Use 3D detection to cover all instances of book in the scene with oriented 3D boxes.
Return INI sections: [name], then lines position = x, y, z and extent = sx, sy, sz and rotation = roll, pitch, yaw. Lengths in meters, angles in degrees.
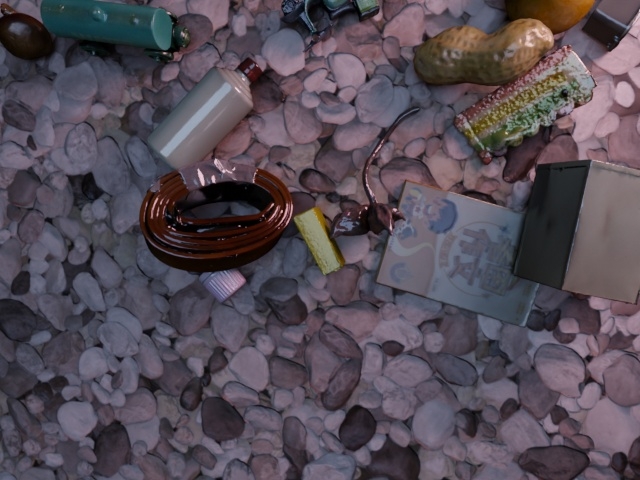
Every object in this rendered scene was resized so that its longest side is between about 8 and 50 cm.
[book]
position = 0.271, 0.024, 0.903
extent = 0.295, 0.020, 0.208
rotation = 16, 94, 4

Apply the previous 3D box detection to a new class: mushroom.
[mushroom]
position = -0.596, -0.412, 0.939
extent = 0.129, 0.073, 0.088
rotation = 44, 126, 4

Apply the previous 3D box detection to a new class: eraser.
[eraser]
position = 0.000, 0.000, 0.889
extent = 0.045, 0.097, 0.122
rotation = -26, 92, 7

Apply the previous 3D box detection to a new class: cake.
[cake]
position = 0.367, -0.241, 0.870
extent = 0.225, 0.090, 0.109
rotation = -32, 92, 25

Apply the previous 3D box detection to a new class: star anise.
[star anise]
position = 0.107, -0.123, 0.857
extent = 0.218, 0.148, 0.227
rotation = -11, 92, -19

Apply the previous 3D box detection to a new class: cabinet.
[cabinet]
position = 0.449, -0.016, 0.807
extent = 0.150, 0.145, 0.206
rotation = 10, 94, -8

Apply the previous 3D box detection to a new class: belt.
[belt]
position = -0.182, -0.045, 0.854
extent = 0.261, 0.105, 0.184
rotation = -6, 74, -17

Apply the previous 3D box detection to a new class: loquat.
[loquat]
position = 0.385, -0.425, 0.809
extent = 0.163, 0.137, 0.163
rotation = -1, 107, -3

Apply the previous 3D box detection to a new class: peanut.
[peanut]
position = 0.272, -0.318, 0.822
extent = 0.229, 0.098, 0.103
rotation = 8, 113, 28

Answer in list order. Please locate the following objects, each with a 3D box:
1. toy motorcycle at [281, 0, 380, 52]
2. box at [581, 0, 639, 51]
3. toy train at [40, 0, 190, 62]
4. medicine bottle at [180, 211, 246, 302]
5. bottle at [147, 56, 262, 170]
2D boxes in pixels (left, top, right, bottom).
[toy motorcycle]
position = 0.013, -0.428, 0.886
extent = 0.173, 0.058, 0.100
rotation = -24, 96, 4
[box]
position = 0.519, -0.402, 0.827
extent = 0.069, 0.084, 0.122
rotation = 36, 95, 10
[toy train]
position = -0.373, -0.393, 0.876
extent = 0.248, 0.159, 0.101
rotation = 8, 99, 4
[medicine bottle]
position = -0.231, 0.026, 0.919
extent = 0.083, 0.083, 0.203
rotation = -41, 87, 6
[bottle]
position = -0.204, -0.240, 0.892
extent = 0.245, 0.104, 0.104
rotation = -45, 88, 6
